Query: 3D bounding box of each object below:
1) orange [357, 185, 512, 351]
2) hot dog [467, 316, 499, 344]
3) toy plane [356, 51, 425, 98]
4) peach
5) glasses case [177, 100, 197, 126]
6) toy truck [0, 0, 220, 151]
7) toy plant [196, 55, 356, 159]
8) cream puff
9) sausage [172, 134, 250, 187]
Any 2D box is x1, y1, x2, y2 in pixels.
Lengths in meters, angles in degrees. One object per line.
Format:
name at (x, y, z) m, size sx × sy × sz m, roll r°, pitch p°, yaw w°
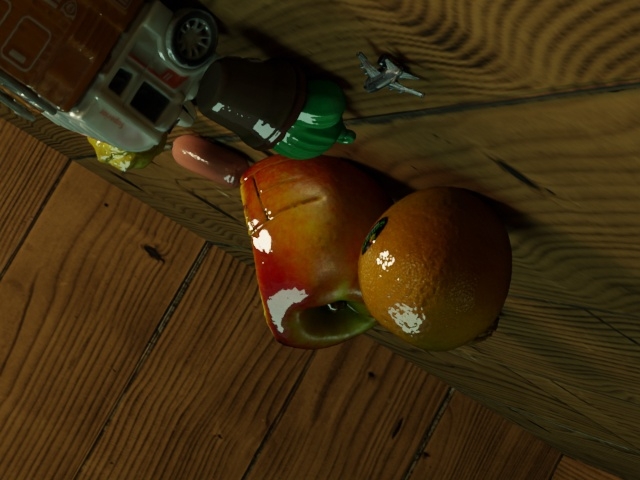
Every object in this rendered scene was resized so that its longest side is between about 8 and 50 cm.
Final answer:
orange at (0.143, 0.033, 1.475) m, size 0.206 × 0.206 × 0.206 m, roll 28°, pitch 172°, yaw 4°
hot dog at (0.211, 0.122, 2.169) m, size 0.227 × 0.099 × 0.160 m, roll 31°, pitch 172°, yaw 4°
toy plane at (0.063, -0.159, 1.153) m, size 0.078 × 0.031 × 0.083 m, roll 32°, pitch 171°, yaw -17°
peach at (0.000, 0.000, 1.653) m, size 0.245 × 0.274 × 0.248 m, roll -7°, pitch 148°, yaw -22°
glasses case at (-0.240, -0.219, 1.760) m, size 0.074 × 0.049 × 0.193 m, roll 26°, pitch 172°, yaw 22°
toy truck at (-0.297, -0.240, 1.266) m, size 0.173 × 0.207 × 0.387 m, roll 22°, pitch 169°, yaw 44°
toy plant at (-0.034, -0.148, 1.342) m, size 0.200 × 0.105 × 0.143 m, roll 12°, pitch 161°, yaw -28°
cream puff at (-0.309, -0.194, 1.905) m, size 0.146 × 0.146 × 0.116 m, roll 28°, pitch 155°, yaw 6°
sausage at (-0.189, -0.137, 2.048) m, size 0.154 × 0.062 × 0.062 m, roll 24°, pitch 171°, yaw 30°
